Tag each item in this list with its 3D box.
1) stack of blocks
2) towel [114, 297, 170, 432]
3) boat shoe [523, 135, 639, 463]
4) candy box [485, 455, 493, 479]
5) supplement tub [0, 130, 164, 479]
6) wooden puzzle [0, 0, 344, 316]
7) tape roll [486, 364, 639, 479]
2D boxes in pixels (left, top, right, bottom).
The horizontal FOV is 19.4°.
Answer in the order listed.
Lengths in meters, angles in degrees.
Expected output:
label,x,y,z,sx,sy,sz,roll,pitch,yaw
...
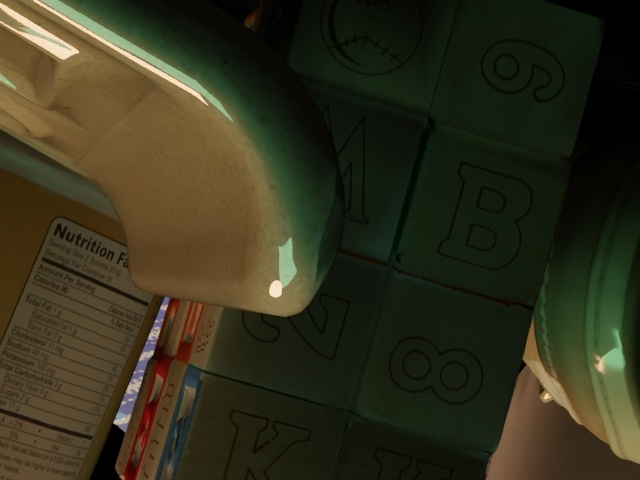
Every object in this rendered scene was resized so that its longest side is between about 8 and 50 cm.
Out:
label,x,y,z,sx,sy,sz,roll,pitch,yaw
stack of blocks,-0.013,0.070,0.589,0.087,0.297,0.171,16,175,-9
towel,-0.122,0.064,1.321,0.243,0.040,0.336,-11,149,29
boat shoe,0.100,0.015,0.675,0.098,0.109,0.302,20,180,15
candy box,0.121,0.186,1.344,0.159,0.071,0.233,50,172,31
supplement tub,-0.187,0.024,0.776,0.228,0.316,0.228,22,175,2
wooden puzzle,-0.148,-0.112,0.456,0.348,0.080,0.322,35,173,-8
tape roll,0.203,0.183,1.033,0.246,0.169,0.246,13,141,11
